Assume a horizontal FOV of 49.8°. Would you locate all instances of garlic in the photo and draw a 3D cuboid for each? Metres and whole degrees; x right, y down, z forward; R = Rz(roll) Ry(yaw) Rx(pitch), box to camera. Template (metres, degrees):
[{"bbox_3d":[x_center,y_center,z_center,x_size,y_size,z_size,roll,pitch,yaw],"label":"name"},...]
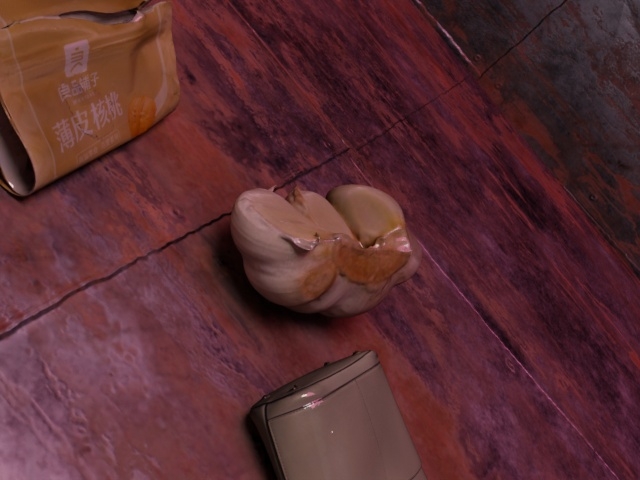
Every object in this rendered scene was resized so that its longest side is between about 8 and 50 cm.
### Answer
[{"bbox_3d":[0.001,0.013,0.935,0.281,0.184,0.203,-10,37,-32],"label":"garlic"}]

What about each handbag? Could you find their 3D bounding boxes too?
[{"bbox_3d":[0.046,0.301,0.806,0.241,0.109,0.315,-15,83,-53],"label":"handbag"}]

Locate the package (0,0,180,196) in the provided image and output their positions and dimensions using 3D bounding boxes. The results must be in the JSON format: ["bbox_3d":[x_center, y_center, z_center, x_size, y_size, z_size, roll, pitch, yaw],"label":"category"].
[{"bbox_3d":[-0.292,-0.223,0.812,0.221,0.165,0.311,47,34,-5],"label":"package"}]
